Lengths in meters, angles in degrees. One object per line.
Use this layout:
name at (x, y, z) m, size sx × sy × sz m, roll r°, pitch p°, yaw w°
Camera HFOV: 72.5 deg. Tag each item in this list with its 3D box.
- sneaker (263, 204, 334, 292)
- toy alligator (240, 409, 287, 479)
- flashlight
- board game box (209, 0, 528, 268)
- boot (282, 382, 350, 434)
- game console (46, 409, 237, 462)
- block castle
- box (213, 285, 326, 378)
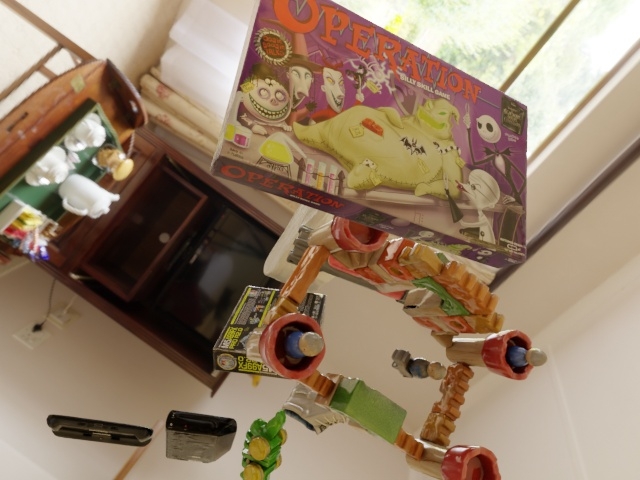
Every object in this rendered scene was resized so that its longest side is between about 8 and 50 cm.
sneaker at (0.000, 0.000, 1.129) m, size 0.293 × 0.169 × 0.108 m, roll -54°, pitch -153°, yaw 12°
toy alligator at (-0.091, 0.320, 0.618) m, size 0.056 × 0.051 × 0.190 m, roll -2°, pitch 107°, yaw -61°
flashlight at (0.087, 0.050, 0.952) m, size 0.103 × 0.303 × 0.103 m, roll 129°, pitch -17°, yaw -72°
board game box at (0.079, -0.113, 0.461) m, size 0.056 × 0.346 × 0.208 m, roll -33°, pitch -135°, yaw 59°
boot at (0.032, 0.436, 1.084) m, size 0.123 × 0.258 × 0.095 m, roll -49°, pitch 141°, yaw -40°
game console at (-0.357, 0.385, 0.881) m, size 0.213 × 0.360 × 0.044 m, roll 114°, pitch -15°, yaw -47°
block castle at (0.139, 0.173, 0.702) m, size 0.303 × 0.453 × 0.212 m, roll -58°, pitch -163°, yaw -25°
box at (-0.106, 0.208, 1.032) m, size 0.270 × 0.216 × 0.060 m, roll -75°, pitch 169°, yaw -65°
